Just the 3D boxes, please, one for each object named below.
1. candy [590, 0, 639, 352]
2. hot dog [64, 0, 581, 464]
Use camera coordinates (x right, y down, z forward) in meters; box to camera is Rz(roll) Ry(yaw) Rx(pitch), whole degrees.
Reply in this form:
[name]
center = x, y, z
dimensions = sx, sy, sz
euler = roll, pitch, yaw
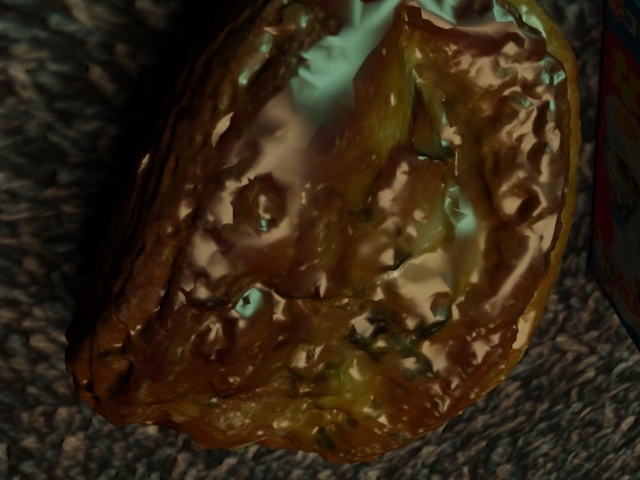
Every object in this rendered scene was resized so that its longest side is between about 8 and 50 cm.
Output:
[candy]
center = 0.259, -0.033, 0.917
dimensions = 0.100, 0.157, 0.306
euler = -18, 139, -7
[hot dog]
center = 0.000, 0.000, 0.820
dimensions = 0.267, 0.174, 0.387
euler = 7, 132, -28
